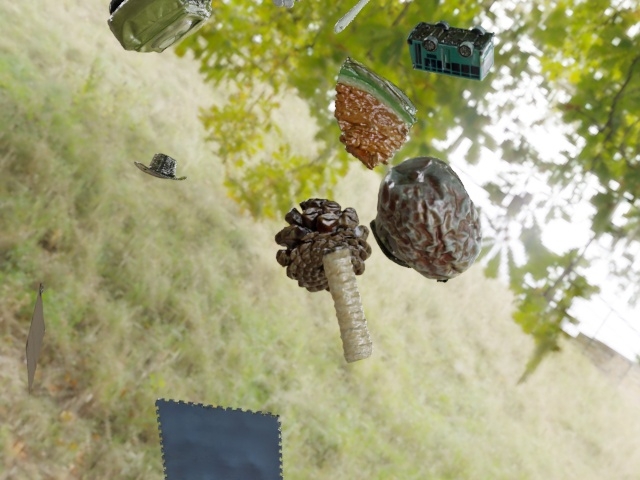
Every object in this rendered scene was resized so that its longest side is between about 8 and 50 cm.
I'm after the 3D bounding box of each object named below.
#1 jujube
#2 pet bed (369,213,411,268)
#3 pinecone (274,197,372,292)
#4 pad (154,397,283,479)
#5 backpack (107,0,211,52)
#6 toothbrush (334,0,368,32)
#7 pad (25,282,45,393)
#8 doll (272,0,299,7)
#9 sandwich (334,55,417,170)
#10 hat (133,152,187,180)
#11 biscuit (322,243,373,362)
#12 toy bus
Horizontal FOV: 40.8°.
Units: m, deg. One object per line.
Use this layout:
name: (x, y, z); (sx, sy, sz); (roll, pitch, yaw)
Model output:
jujube: (0.258, -0.046, 1.997); (0.226, 0.226, 0.317); (29, -23, 45)
pet bed: (0.256, -0.033, 2.339); (0.183, 0.210, 0.159); (49, -34, 25)
pinecone: (0.000, 0.000, 1.768); (0.207, 0.208, 0.208); (36, -7, 5)
pad: (-0.205, 0.445, 1.774); (0.269, 0.269, 0.012); (7, 29, 10)
backpack: (-0.342, -0.500, 1.880); (0.140, 0.207, 0.253); (58, 17, -3)
toothbrush: (0.119, -0.534, 1.790); (0.022, 0.263, 0.026); (35, 13, -45)
pad: (-0.524, 0.182, 1.580); (0.004, 0.193, 0.116); (4, 44, -27)
doll: (-0.051, -0.544, 1.820); (0.093, 0.180, 0.079); (8, -44, 21)
sandwich: (0.086, -0.243, 1.653); (0.184, 0.160, 0.109); (36, 6, -6)
hat: (-0.342, -0.161, 1.855); (0.121, 0.051, 0.121); (17, -2, 1)
biscuit: (0.048, 0.116, 1.612); (0.055, 0.061, 0.219); (159, -84, -80)
toy bus: (0.256, -0.373, 1.696); (0.160, 0.079, 0.092); (16, -41, 25)
